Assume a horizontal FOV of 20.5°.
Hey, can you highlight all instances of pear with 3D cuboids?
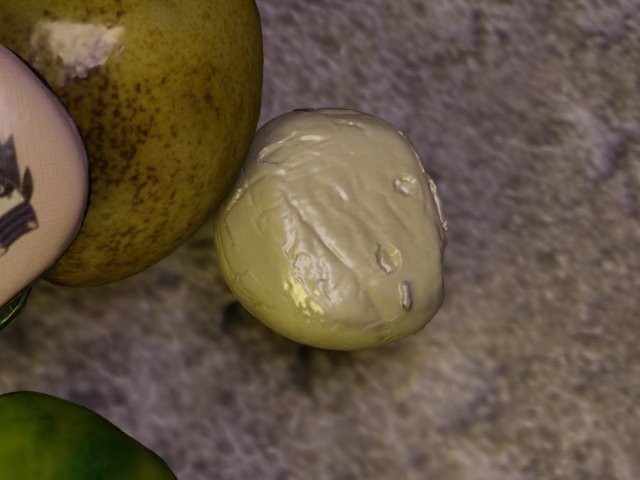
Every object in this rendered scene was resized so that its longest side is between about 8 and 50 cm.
[{"bbox_3d":[-0.125,-0.073,0.855,0.197,0.197,0.197,6,65,-14],"label":"pear"}]

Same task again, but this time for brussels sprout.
[{"bbox_3d":[-0.117,0.146,0.786,0.152,0.122,0.149,18,60,-9],"label":"brussels sprout"}]

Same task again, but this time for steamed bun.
[{"bbox_3d":[0.000,0.000,0.903,0.112,0.091,0.130,-8,69,-27],"label":"steamed bun"}]

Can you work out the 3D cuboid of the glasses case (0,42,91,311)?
[{"bbox_3d":[-0.232,0.037,0.725,0.314,0.075,0.122,-39,94,0],"label":"glasses case"}]

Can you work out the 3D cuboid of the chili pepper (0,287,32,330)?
[{"bbox_3d":[-0.263,0.076,0.794,0.279,0.065,0.122,-6,105,-8],"label":"chili pepper"}]
